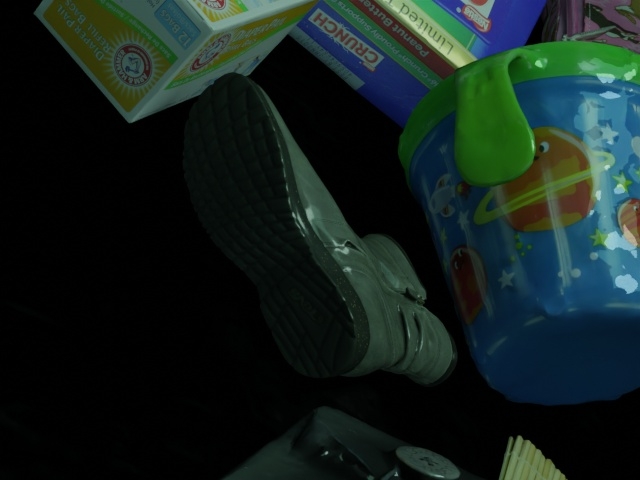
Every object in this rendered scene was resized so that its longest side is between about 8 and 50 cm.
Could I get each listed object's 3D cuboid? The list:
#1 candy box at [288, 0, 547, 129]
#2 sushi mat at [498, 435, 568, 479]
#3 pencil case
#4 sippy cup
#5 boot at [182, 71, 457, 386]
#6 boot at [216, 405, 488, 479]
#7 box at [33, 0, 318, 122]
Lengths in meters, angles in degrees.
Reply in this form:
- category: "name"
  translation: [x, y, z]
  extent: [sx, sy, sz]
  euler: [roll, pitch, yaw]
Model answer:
- category: "candy box"
  translation: [0.083, -0.292, 1.560]
  extent: [0.268, 0.122, 0.317]
  euler: [39, 57, -15]
- category: "sushi mat"
  translation: [0.162, 0.265, 1.188]
  extent: [0.151, 0.019, 0.316]
  euler: [43, 29, -9]
- category: "pencil case"
  translation: [0.295, -0.201, 1.813]
  extent: [0.160, 0.167, 0.386]
  euler: [15, 32, 0]
- category: "sippy cup"
  translation: [0.191, 0.000, 1.370]
  extent: [0.305, 0.240, 0.224]
  euler: [13, 53, -28]
- category: "boot"
  translation: [0.000, 0.000, 1.262]
  extent: [0.161, 0.083, 0.246]
  euler: [9, 52, -58]
- category: "boot"
  translation: [0.188, 0.217, 0.988]
  extent: [0.445, 0.146, 0.367]
  euler: [14, 4, 25]
- category: "box"
  translation: [-0.101, -0.179, 1.305]
  extent: [0.114, 0.103, 0.203]
  euler: [49, 29, 5]
